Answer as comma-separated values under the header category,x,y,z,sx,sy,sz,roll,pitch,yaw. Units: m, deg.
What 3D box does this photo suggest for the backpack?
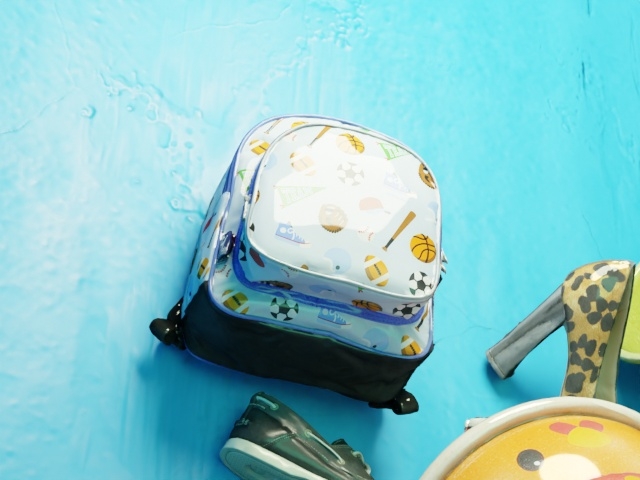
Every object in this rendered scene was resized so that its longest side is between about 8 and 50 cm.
category,x,y,z,sx,sy,sz,roll,pitch,yaw
backpack,0.000,0.000,1.443,0.276,0.213,0.263,18,47,-15

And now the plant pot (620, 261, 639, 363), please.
category,x,y,z,sx,sy,sz,roll,pitch,yaw
plant pot,0.502,0.115,1.628,0.254,0.276,0.276,46,52,-13

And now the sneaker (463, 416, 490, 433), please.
category,x,y,z,sx,sy,sz,roll,pitch,yaw
sneaker,0.240,0.283,1.461,0.279,0.107,0.118,43,63,-13

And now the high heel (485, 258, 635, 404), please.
category,x,y,z,sx,sy,sz,roll,pitch,yaw
high heel,0.319,0.155,1.528,0.261,0.186,0.093,49,21,7

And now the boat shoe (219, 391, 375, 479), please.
category,x,y,z,sx,sy,sz,roll,pitch,yaw
boat shoe,0.022,0.226,1.398,0.233,0.084,0.079,31,54,-7

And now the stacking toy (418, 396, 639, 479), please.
category,x,y,z,sx,sy,sz,roll,pitch,yaw
stacking toy,0.284,0.334,1.191,0.350,0.480,0.351,-2,95,-19
